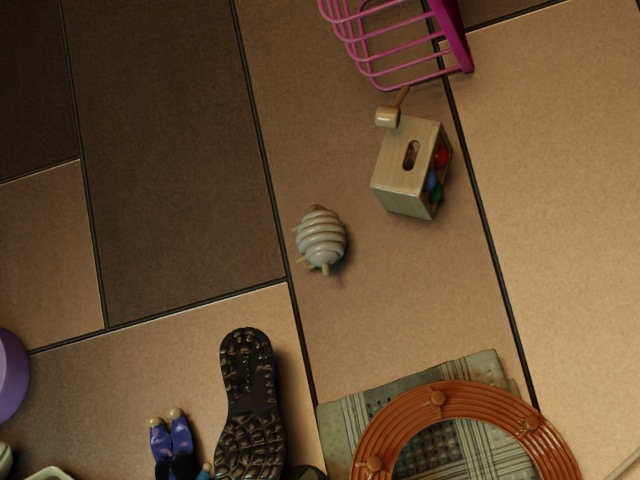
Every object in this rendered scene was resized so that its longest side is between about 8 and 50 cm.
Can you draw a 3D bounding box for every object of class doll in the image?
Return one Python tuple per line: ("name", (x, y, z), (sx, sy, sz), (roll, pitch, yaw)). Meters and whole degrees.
("doll", (-0.234, 0.366, 1.662), (0.129, 0.046, 0.189), (-24, 57, 9))

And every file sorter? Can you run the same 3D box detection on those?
("file sorter", (0.110, -0.387, 1.665), (0.182, 0.290, 0.202), (-16, 71, 15))

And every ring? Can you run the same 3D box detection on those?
("ring", (0.205, 0.344, 1.440), (0.336, 0.032, 0.337), (4, 61, -6))

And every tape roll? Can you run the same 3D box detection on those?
("tape roll", (-0.603, 0.231, 1.807), (0.189, 0.080, 0.189), (-4, 73, 15))

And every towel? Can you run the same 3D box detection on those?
("towel", (0.166, 0.346, 1.553), (0.312, 0.056, 0.324), (-20, 62, 13))

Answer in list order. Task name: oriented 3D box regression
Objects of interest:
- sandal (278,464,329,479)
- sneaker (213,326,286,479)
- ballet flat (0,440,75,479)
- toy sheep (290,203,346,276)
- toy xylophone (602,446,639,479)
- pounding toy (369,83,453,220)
("sandal", (-0.103, 0.442, 1.589), (0.302, 0.086, 0.120), (-28, 38, 20))
("sneaker", (-0.098, 0.285, 1.619), (0.107, 0.124, 0.283), (-2, 65, 5))
("ballet flat", (-0.498, 0.434, 1.698), (0.482, 0.164, 0.182), (24, 61, 15))
("toy sheep", (0.000, 0.000, 1.696), (0.091, 0.091, 0.132), (-17, 66, 11))
("toy xylophone", (0.463, 0.419, 1.435), (0.322, 0.081, 0.236), (-38, 49, 7))
("pounding toy", (0.148, -0.150, 1.628), (0.094, 0.206, 0.181), (14, 79, 19))
